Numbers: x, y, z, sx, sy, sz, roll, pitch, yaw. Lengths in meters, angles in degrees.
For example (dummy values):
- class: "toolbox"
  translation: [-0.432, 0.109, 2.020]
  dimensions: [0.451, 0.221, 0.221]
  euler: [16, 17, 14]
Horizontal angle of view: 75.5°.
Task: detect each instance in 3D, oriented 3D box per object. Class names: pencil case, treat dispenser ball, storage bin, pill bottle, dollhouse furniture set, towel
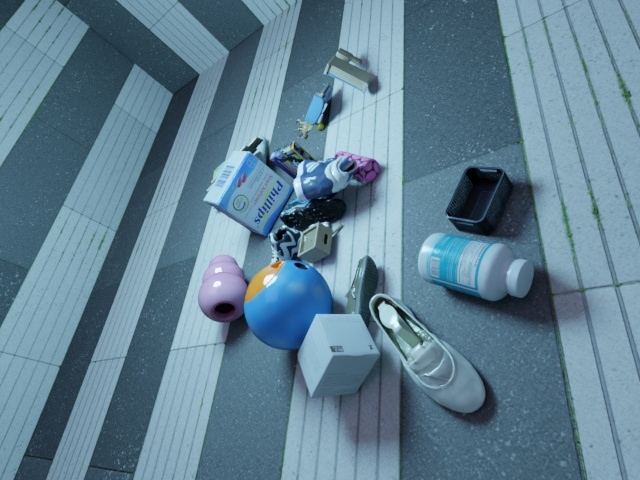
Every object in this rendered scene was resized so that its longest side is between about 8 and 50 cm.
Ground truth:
- class: "pencil case"
  translation: [0.131, -0.289, 1.622]
  dimensions: [0.209, 0.095, 0.098]
  euler: [31, 99, 52]
- class: "treat dispenser ball"
  translation: [-0.103, 0.208, 1.345]
  dimensions: [0.288, 0.288, 0.288]
  euler: [-24, 49, 30]
- class: "storage bin"
  translation: [0.458, -0.117, 1.194]
  dimensions: [0.122, 0.084, 0.180]
  euler: [16, 74, 48]
- class: "pill bottle"
  translation: [0.399, 0.069, 1.073]
  dimensions: [0.264, 0.146, 0.146]
  euler: [16, 74, 47]
- class: "dollhouse furniture set"
  translation: [0.091, -0.684, 1.952]
  dimensions: [0.303, 0.198, 0.286]
  euler: [-60, 5, 42]
- class: "towel"
  translation: [-0.434, -0.357, 2.202]
  dimensions: [0.374, 0.090, 0.321]
  euler: [-29, 47, 26]

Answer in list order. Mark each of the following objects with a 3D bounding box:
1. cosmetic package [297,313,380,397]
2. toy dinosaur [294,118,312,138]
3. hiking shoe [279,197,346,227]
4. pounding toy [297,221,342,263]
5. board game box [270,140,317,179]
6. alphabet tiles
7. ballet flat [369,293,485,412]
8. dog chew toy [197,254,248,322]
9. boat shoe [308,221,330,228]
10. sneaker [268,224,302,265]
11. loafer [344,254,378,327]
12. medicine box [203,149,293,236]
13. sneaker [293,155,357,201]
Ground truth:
- class: "cosmetic package"
  translation: [0.045, 0.325, 1.175]
  dimensions: [0.184, 0.151, 0.151]
  euler: [-67, 32, 31]
- class: "toy dinosaur"
  translation: [-0.076, -0.576, 2.057]
  dimensions: [0.092, 0.053, 0.183]
  euler: [5, 73, 28]
- class: "hiking shoe"
  translation: [-0.028, -0.142, 1.652]
  dimensions: [0.303, 0.113, 0.132]
  euler: [-6, 48, 33]
- class: "pounding toy"
  translation: [0.000, 0.000, 1.552]
  dimensions: [0.130, 0.100, 0.141]
  euler: [-30, 42, 46]
- class: "board game box"
  translation: [-0.114, -0.351, 1.830]
  dimensions: [0.141, 0.170, 0.048]
  euler: [-19, 53, 35]
- class: "alphabet tiles"
  translation: [-0.406, -0.363, 1.979]
  dimensions: [0.342, 0.011, 0.285]
  euler: [-45, 6, 9]
- class: "ballet flat"
  translation: [0.249, 0.277, 1.083]
  dimensions: [0.139, 0.139, 0.400]
  euler: [-48, 41, 6]
- class: "dog chew toy"
  translation: [-0.401, 0.180, 1.722]
  dimensions: [0.206, 0.206, 0.332]
  euler: [-40, 34, 15]
- class: "boat shoe"
  translation: [-0.006, -0.044, 1.622]
  dimensions: [0.100, 0.035, 0.035]
  euler: [-11, 53, 31]
- class: "sneaker"
  translation: [-0.174, 0.041, 1.628]
  dimensions: [0.235, 0.153, 0.094]
  euler: [-47, 39, 7]
- class: "loafer"
  translation: [0.117, 0.164, 1.313]
  dimensions: [0.087, 0.094, 0.251]
  euler: [-4, 61, 37]
- class: "medicine box"
  translation: [-0.310, -0.206, 1.823]
  dimensions: [0.149, 0.289, 0.264]
  euler: [18, 76, 50]
- class: "sneaker"
  translation: [0.034, -0.258, 1.599]
  dimensions: [0.236, 0.130, 0.323]
  euler: [-16, 22, 14]
